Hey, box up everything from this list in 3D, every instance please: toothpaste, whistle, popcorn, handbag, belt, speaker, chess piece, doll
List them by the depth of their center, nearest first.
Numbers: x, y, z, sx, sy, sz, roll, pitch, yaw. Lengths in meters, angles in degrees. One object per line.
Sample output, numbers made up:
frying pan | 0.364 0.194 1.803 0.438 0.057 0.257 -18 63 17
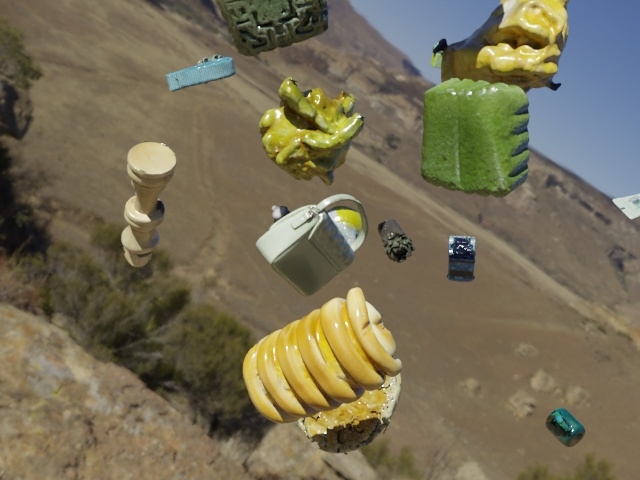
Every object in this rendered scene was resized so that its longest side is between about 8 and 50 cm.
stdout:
toothpaste | 0.703 -0.087 1.594 0.218 0.041 0.064 -15 48 -16
handbag | 0.000 0.000 1.596 0.079 0.219 0.256 53 1 28
speaker | 0.517 0.400 1.673 0.094 0.060 0.075 19 19 -42
popcorn | 0.451 -0.441 1.811 0.281 0.316 0.297 40 55 -9
whistle | 0.048 -0.012 1.848 0.123 0.123 0.223 33 15 -14
doll | -0.080 -0.025 1.959 0.114 0.085 0.152 51 -11 26
belt | -0.308 -0.424 1.977 0.179 0.065 0.100 -19 22 -22
chess piece | -0.452 -0.073 2.005 0.117 0.397 0.117 10 47 -11
popcorn | -0.019 -0.310 2.284 0.326 0.290 0.321 9 5 28

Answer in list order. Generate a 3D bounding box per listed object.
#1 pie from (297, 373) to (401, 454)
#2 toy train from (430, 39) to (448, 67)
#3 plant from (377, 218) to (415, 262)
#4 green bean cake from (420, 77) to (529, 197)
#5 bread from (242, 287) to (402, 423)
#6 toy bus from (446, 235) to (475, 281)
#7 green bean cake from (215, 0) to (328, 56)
pie | 0.055 0.325 1.693 0.055 0.274 0.274 37 7 -47
toy train | 0.386 -0.548 2.316 0.122 0.081 0.050 5 29 -15
plant | 0.238 0.000 2.466 0.092 0.094 0.143 60 8 -55
green bean cake | 0.334 -0.227 1.687 0.222 0.248 0.125 15 32 34
bread | -0.012 0.221 1.370 0.173 0.311 0.121 58 31 1
toy bus | 0.458 0.060 2.535 0.090 0.106 0.184 5 24 9
green bean cake | -0.105 -0.498 1.538 0.125 0.223 0.227 -88 162 -52
